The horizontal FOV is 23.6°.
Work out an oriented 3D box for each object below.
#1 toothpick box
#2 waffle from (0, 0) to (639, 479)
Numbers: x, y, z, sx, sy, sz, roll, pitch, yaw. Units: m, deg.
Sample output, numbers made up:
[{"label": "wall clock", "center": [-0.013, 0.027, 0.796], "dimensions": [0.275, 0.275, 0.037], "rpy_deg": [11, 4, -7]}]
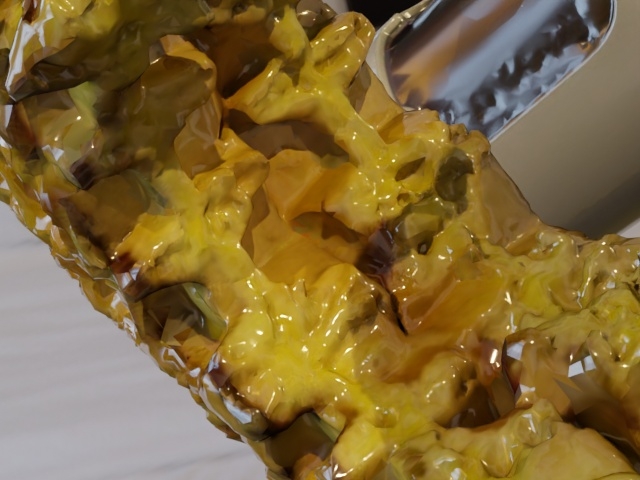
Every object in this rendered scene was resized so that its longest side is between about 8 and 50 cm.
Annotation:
[{"label": "toothpick box", "center": [0.148, -0.086, 0.985], "dimensions": [0.316, 0.229, 0.229], "rpy_deg": [-40, 11, 32]}, {"label": "waffle", "center": [0.000, 0.000, 0.551], "dimensions": [0.151, 0.324, 0.261], "rpy_deg": [-39, -4, -17]}]
